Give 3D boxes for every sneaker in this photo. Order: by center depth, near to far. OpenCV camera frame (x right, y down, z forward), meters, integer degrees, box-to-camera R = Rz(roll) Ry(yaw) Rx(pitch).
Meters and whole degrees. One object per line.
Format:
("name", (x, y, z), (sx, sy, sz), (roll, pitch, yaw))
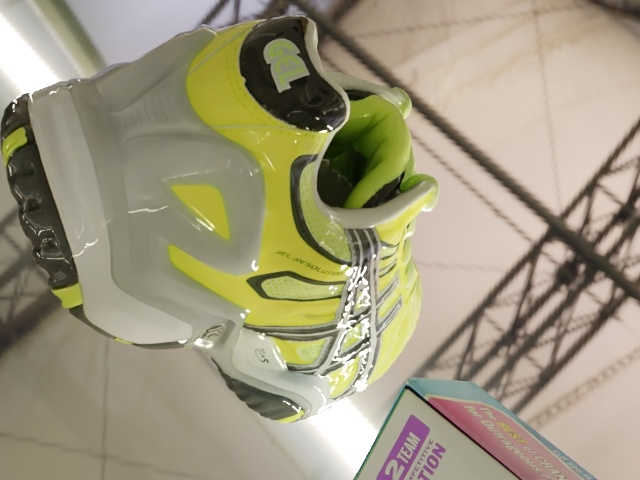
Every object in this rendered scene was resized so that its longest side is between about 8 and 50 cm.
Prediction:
("sneaker", (0.000, 0.000, 0.706), (0.147, 0.384, 0.145), (-23, -106, 15))

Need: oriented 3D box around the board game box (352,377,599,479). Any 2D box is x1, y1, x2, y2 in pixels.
("board game box", (0.108, 0.248, 0.631), (0.316, 0.242, 0.064), (38, -162, 36))
